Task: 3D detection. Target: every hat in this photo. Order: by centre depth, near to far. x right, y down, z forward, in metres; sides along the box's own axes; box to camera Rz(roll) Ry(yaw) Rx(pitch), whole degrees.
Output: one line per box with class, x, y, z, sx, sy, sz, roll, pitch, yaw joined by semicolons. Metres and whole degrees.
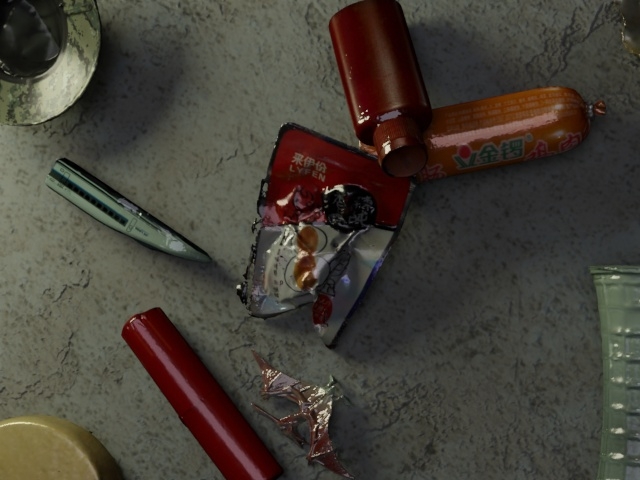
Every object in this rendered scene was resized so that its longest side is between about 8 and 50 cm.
hat;-0.403;-0.288;1.881;0.265;0.128;0.265;1;99;8

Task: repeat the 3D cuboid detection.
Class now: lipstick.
lipstick;-0.156;0.210;1.806;0.073;0.073;0.280;-39;78;5

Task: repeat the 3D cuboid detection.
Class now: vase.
vase;0.388;0.181;1.665;0.143;0.143;0.299;1;87;12

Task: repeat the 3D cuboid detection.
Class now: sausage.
sausage;0.205;-0.133;1.756;0.312;0.093;0.093;-10;82;11

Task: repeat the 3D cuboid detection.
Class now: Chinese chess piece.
Chinese chess piece;-0.376;0.354;1.823;0.251;0.097;0.251;-1;83;11

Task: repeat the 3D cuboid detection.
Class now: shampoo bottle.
shampoo bottle;0.080;-0.193;1.740;0.102;0.064;0.260;-16;51;4

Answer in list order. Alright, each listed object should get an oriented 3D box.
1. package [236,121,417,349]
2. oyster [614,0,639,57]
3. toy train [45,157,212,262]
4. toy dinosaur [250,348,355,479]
package;0.000;0.000;1.779;0.194;0.071;0.269;19;103;6
oyster;0.536;-0.251;1.708;0.396;0.111;0.204;22;107;12
toy train;-0.256;-0.026;1.859;0.252;0.055;0.048;33;91;14
toy dinosaur;-0.019;0.219;1.797;0.108;0.032;0.220;-41;68;9
